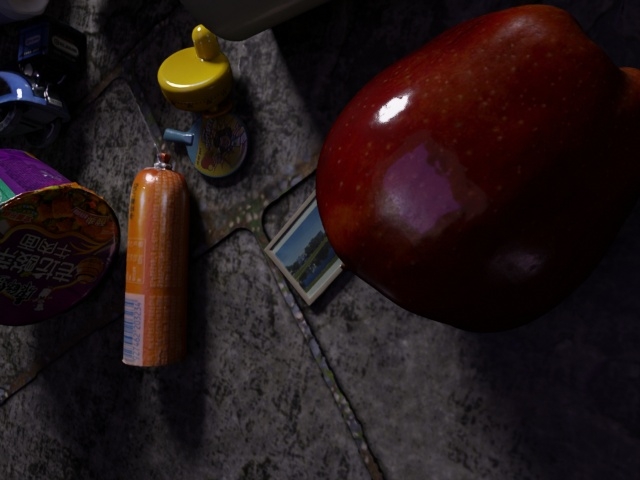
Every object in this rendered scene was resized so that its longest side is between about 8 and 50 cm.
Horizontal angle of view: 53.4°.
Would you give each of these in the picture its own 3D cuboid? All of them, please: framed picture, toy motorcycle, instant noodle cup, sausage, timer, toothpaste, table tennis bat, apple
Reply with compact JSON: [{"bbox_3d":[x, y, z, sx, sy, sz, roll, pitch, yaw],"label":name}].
[{"bbox_3d":[0.000,0.000,0.858,0.109,0.011,0.149,49,112,20],"label":"framed picture"},{"bbox_3d":[-0.575,-0.262,1.127,0.359,0.125,0.212,-6,78,27],"label":"toy motorcycle"},{"bbox_3d":[-0.474,-0.019,1.005,0.190,0.251,0.251,38,108,33],"label":"instant noodle cup"},{"bbox_3d":[-0.244,0.025,0.952,0.093,0.093,0.311,2,91,30],"label":"sausage"},{"bbox_3d":[-0.178,-0.239,0.903,0.107,0.109,0.107,-4,52,5],"label":"timer"},{"bbox_3d":[-0.560,-0.423,1.099,0.371,0.080,0.125,20,101,47],"label":"toothpaste"},{"bbox_3d":[-0.170,-0.147,0.951,0.155,0.019,0.100,16,98,26],"label":"table tennis bat"},{"bbox_3d":[0.154,-0.060,0.621,0.317,0.288,0.288,-47,68,7],"label":"apple"}]

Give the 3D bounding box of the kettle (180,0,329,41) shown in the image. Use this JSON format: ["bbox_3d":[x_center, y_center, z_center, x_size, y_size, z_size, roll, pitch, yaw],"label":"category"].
[{"bbox_3d":[0.019,-0.453,0.748,0.377,0.250,0.360,-11,56,27],"label":"kettle"}]
